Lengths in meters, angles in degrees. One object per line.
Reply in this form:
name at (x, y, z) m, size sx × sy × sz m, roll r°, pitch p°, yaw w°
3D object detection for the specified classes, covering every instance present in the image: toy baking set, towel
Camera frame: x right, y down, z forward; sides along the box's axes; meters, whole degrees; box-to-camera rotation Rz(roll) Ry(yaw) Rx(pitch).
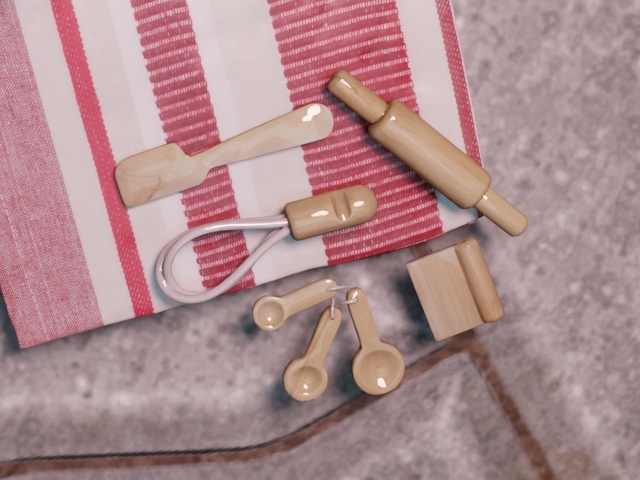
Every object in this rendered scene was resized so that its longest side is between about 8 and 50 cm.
toy baking set at (0.006, -0.004, 0.899) m, size 0.256 × 0.030 × 0.197 m, roll 42°, pitch 93°, yaw -16°
towel at (-0.068, -0.083, 0.903) m, size 0.329 × 0.037 × 0.237 m, roll -15°, pitch 105°, yaw -6°
